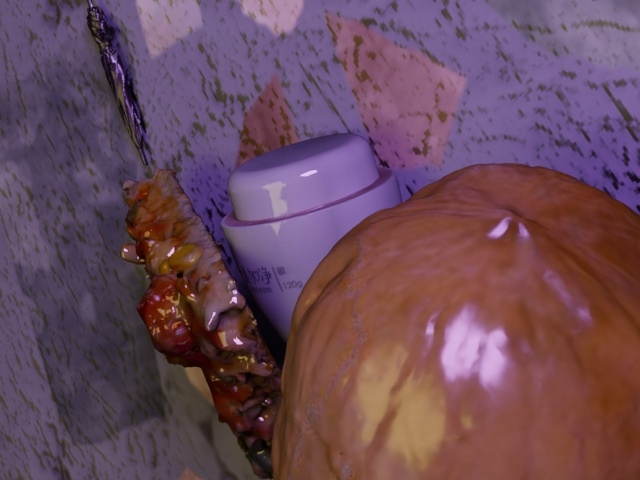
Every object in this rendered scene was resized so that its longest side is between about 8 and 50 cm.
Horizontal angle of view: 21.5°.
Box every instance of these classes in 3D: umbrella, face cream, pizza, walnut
[{"bbox_3d":[-0.123,-0.102,0.995,0.022,0.013,0.122,-29,82,59],"label":"umbrella"},{"bbox_3d":[0.000,0.000,0.845,0.091,0.091,0.095,-3,107,47],"label":"face cream"},{"bbox_3d":[-0.065,0.039,0.883,0.201,0.053,0.193,62,175,15],"label":"pizza"},{"bbox_3d":[0.073,0.077,0.711,0.195,0.195,0.222,31,135,36],"label":"walnut"}]
